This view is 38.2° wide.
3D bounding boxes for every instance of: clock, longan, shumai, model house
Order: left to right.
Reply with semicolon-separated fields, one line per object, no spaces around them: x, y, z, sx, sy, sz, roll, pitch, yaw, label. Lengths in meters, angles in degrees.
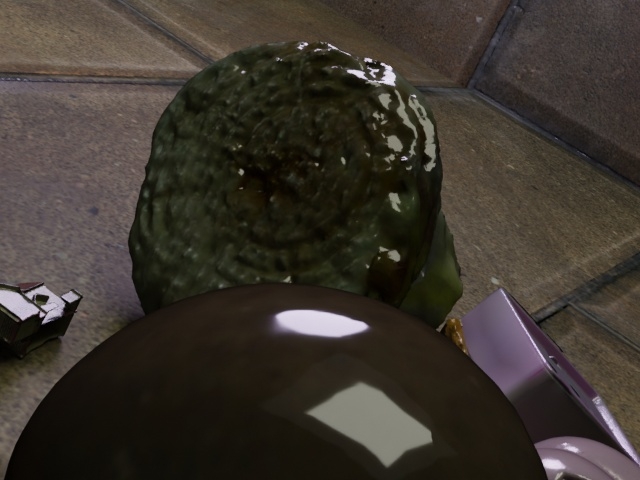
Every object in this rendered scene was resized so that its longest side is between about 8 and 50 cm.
-0.236;0.053;0.719;0.058;0.057;0.083;36;26;11;model house
-0.018;0.141;0.491;0.300;0.243;0.300;6;10;-1;longan
0.000;0.000;0.871;0.304;0.309;0.263;50;6;33;shumai
0.223;0.154;0.887;0.197;0.063;0.150;45;14;-26;clock

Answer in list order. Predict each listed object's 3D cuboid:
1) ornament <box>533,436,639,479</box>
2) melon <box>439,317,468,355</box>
0.167;0.228;0.620;0.178;0.177;0.177;22;23;-10;ornament
0.133;0.170;0.831;0.054;0.098;0.182;0;48;-15;melon
